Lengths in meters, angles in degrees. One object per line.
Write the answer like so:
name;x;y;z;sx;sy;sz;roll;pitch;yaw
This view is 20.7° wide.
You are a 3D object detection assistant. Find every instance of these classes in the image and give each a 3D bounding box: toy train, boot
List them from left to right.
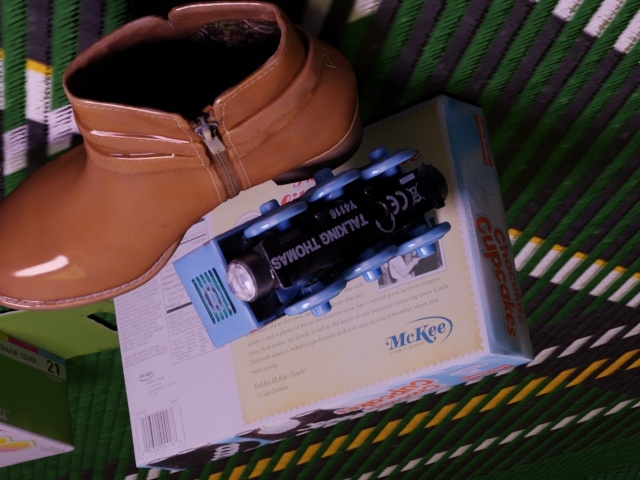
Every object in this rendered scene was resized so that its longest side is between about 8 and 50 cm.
boot;-0.113;-0.048;1.046;0.284;0.109;0.220;-18;167;8
toy train;0.000;0.000;1.114;0.184;0.080;0.105;-28;-178;-39

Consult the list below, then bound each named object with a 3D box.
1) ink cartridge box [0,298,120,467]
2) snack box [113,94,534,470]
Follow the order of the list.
ink cartridge box;-0.265;0.133;1.578;0.255;0.097;0.189;-13;162;14
snack box;-0.012;0.038;1.262;0.322;0.187;0.060;-21;160;33
